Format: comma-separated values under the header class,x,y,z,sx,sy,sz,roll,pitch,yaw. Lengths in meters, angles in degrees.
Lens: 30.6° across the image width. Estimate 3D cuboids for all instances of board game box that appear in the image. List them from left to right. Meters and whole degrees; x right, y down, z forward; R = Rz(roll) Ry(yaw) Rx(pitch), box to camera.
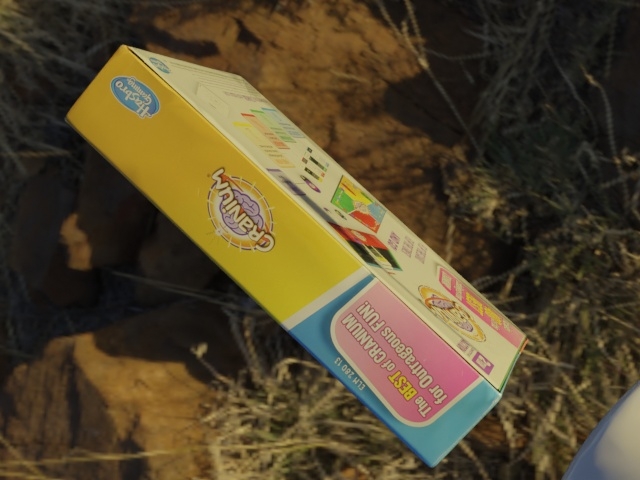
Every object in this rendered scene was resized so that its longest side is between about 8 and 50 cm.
class,x,y,z,sx,sy,sz,roll,pitch,yaw
board game box,0.000,0.000,0.817,0.316,0.242,0.064,43,102,9

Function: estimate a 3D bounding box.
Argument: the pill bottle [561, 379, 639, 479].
class,x,y,z,sx,sy,sz,roll,pitch,yaw
pill bottle,0.200,0.145,0.405,0.229,0.131,0.131,39,103,43
